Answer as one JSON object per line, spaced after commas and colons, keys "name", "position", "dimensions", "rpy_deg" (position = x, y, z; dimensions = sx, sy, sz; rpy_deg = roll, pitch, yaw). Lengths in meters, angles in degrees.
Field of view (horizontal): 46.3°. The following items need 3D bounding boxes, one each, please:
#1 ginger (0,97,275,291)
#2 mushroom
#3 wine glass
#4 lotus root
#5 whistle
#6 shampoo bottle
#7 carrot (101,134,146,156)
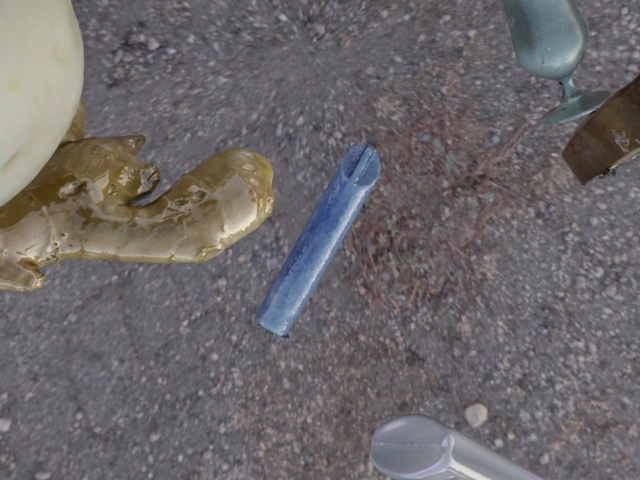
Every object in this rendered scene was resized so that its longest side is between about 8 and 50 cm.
{"name": "ginger", "position": [-0.267, -0.033, 0.856], "dimensions": [0.363, 0.348, 0.122], "rpy_deg": [30, 143, 1]}
{"name": "mushroom", "position": [-0.379, -0.165, 0.612], "dimensions": [0.336, 0.314, 0.314], "rpy_deg": [38, 101, -8]}
{"name": "wine glass", "position": [0.313, -0.284, 1.027], "dimensions": [0.103, 0.103, 0.231], "rpy_deg": [-25, 107, 6]}
{"name": "lotus root", "position": [0.354, -0.149, 0.696], "dimensions": [0.261, 0.170, 0.074], "rpy_deg": [-32, 80, 11]}
{"name": "whistle", "position": [0.000, 0.000, 1.075], "dimensions": [0.062, 0.062, 0.304], "rpy_deg": [28, 102, -8]}
{"name": "shampoo bottle", "position": [0.146, 0.220, 0.682], "dimensions": [0.227, 0.086, 0.056], "rpy_deg": [35, 58, -37]}
{"name": "carrot", "position": [-0.359, -0.080, 1.053], "dimensions": [0.263, 0.102, 0.102], "rpy_deg": [-33, 104, -17]}
